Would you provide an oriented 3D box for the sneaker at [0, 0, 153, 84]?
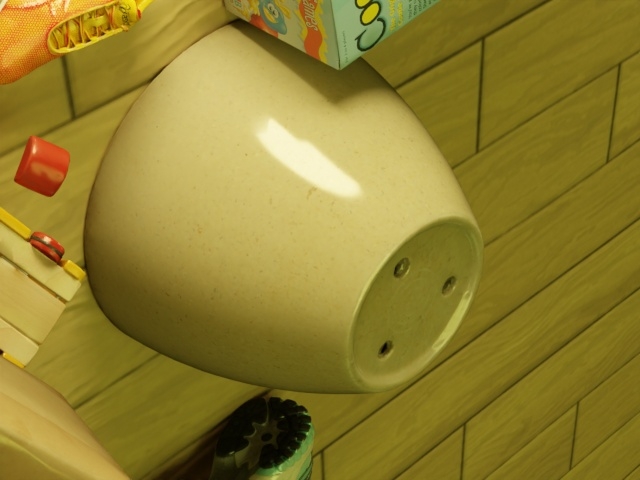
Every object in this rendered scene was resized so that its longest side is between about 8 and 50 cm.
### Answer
[{"bbox_3d":[-0.173,-0.171,1.044,0.175,0.067,0.064,-41,143,-19],"label":"sneaker"}]

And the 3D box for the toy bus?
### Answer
[{"bbox_3d":[-0.275,0.010,1.023,0.191,0.104,0.202,-9,93,-32],"label":"toy bus"}]

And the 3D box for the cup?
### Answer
[{"bbox_3d":[0.000,0.000,1.235,0.331,0.237,0.331,-30,136,-34],"label":"cup"}]

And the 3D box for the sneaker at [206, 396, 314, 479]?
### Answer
[{"bbox_3d":[-0.088,0.292,1.419,0.283,0.110,0.122,-46,140,-35],"label":"sneaker"}]

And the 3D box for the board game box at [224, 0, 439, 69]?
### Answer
[{"bbox_3d":[0.057,-0.285,1.167,0.275,0.142,0.144,-37,140,-27],"label":"board game box"}]

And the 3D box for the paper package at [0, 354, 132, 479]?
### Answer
[{"bbox_3d":[-0.315,0.182,0.853,0.309,0.168,0.325,-53,132,-1],"label":"paper package"}]
